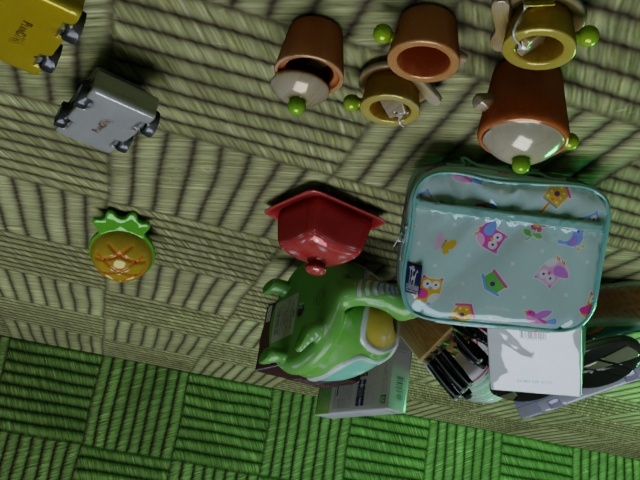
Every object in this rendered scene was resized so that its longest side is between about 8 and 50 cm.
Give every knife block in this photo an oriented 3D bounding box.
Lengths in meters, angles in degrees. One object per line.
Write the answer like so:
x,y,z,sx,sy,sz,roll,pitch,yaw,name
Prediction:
0.216,0.200,1.534,0.276,0.242,0.088,-8,153,39,knife block

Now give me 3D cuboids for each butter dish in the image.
0.000,0.000,1.273,0.160,0.118,0.160,21,156,-31,butter dish

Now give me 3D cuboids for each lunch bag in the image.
0.238,0.003,1.054,0.279,0.224,0.108,6,-163,2,lunch bag

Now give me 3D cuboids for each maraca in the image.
-0.384,0.010,1.503,0.127,0.099,0.185,2,136,-11,maraca

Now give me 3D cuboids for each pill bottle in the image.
0.356,0.289,1.828,0.160,0.160,0.283,-2,156,28,pill bottle

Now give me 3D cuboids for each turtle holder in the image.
0.045,0.136,1.489,0.227,0.243,0.320,23,120,-27,turtle holder

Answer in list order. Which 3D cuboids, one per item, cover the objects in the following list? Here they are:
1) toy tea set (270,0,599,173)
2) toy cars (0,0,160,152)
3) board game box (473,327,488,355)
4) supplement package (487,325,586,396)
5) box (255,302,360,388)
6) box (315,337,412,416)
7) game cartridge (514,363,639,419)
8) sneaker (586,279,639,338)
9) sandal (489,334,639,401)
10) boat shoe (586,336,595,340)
0.114,-0.149,0.817,0.336,0.124,0.200,1,158,20,toy tea set
-0.281,-0.211,0.891,0.176,0.087,0.393,10,163,11,toy cars
0.352,0.207,1.587,0.193,0.045,0.146,31,155,43,board game box
0.354,0.124,1.248,0.139,0.133,0.244,1,-157,20,supplement package
-0.021,0.250,1.870,0.203,0.168,0.167,19,158,-26,box
0.105,0.308,1.884,0.058,0.232,0.322,21,157,-27,box
0.596,0.272,1.598,0.230,0.068,0.355,2,153,-47,game cartridge
0.473,0.132,1.439,0.302,0.108,0.121,4,155,11,sneaker
0.438,0.221,1.433,0.120,0.086,0.303,35,138,-29,sandal
0.507,0.219,1.636,0.121,0.119,0.335,-10,152,41,boat shoe
